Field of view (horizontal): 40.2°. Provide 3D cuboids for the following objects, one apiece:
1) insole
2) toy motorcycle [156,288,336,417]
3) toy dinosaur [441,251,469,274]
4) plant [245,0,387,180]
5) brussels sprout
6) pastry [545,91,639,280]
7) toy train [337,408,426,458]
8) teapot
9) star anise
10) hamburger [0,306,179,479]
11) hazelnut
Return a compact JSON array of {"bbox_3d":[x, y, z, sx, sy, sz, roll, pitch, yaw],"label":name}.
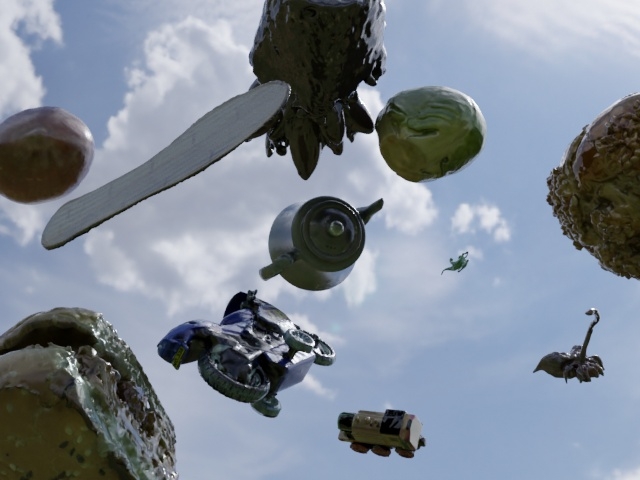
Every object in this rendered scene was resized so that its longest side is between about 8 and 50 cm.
[{"bbox_3d":[-0.182,-0.085,0.998,0.348,0.119,0.009,-28,-56,14],"label":"insole"},{"bbox_3d":[-0.093,0.137,1.154,0.168,0.315,0.113,33,-76,19],"label":"toy motorcycle"},{"bbox_3d":[0.270,0.053,1.734,0.021,0.062,0.083,28,-66,-14],"label":"toy dinosaur"},{"bbox_3d":[-0.010,-0.246,1.289,0.181,0.194,0.321,37,-37,26],"label":"plant"},{"bbox_3d":[0.166,-0.163,1.310,0.161,0.181,0.144,30,-48,-4],"label":"brussels sprout"},{"bbox_3d":[0.461,-0.072,1.276,0.255,0.161,0.311,54,-37,13],"label":"pastry"},{"bbox_3d":[0.086,0.283,1.298,0.137,0.050,0.087,0,-37,28],"label":"toy train"},{"bbox_3d":[0.000,0.000,1.451,0.162,0.239,0.149,60,-21,1],"label":"teapot"},{"bbox_3d":[0.524,0.199,1.808,0.148,0.218,0.228,4,-68,11],"label":"star anise"},{"bbox_3d":[-0.316,0.252,1.026,0.276,0.195,0.318,-20,-64,13],"label":"hamburger"},{"bbox_3d":[-0.524,-0.161,1.632,0.176,0.214,0.214,54,-45,-2],"label":"hazelnut"}]
